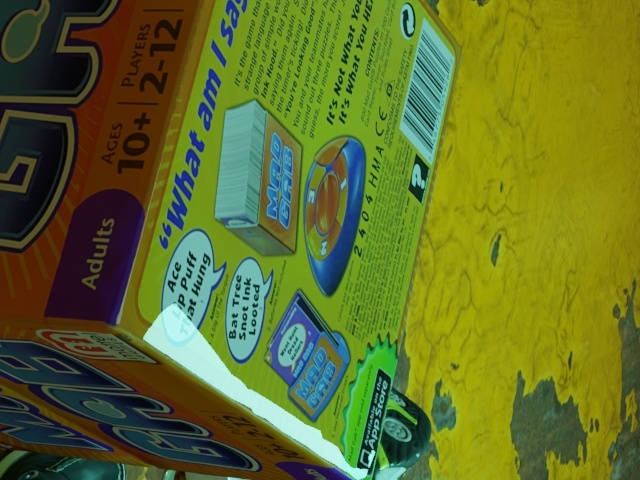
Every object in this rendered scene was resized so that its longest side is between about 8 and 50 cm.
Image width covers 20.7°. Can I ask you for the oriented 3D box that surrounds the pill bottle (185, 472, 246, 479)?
[{"bbox_3d":[-0.081,0.201,1.700,0.120,0.067,0.067,-42,129,-54],"label":"pill bottle"}]

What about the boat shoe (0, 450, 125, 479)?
[{"bbox_3d":[-0.230,0.248,1.367,0.340,0.113,0.127,-26,116,-59],"label":"boat shoe"}]

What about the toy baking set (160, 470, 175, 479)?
[{"bbox_3d":[-0.173,0.323,1.504,0.256,0.030,0.197,-60,167,-44],"label":"toy baking set"}]

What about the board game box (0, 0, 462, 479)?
[{"bbox_3d":[-0.155,-0.059,1.215,0.356,0.356,0.356,43,56,-56],"label":"board game box"}]

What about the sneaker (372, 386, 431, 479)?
[{"bbox_3d":[0.004,0.255,1.838,0.147,0.145,0.385,-58,173,27],"label":"sneaker"}]
